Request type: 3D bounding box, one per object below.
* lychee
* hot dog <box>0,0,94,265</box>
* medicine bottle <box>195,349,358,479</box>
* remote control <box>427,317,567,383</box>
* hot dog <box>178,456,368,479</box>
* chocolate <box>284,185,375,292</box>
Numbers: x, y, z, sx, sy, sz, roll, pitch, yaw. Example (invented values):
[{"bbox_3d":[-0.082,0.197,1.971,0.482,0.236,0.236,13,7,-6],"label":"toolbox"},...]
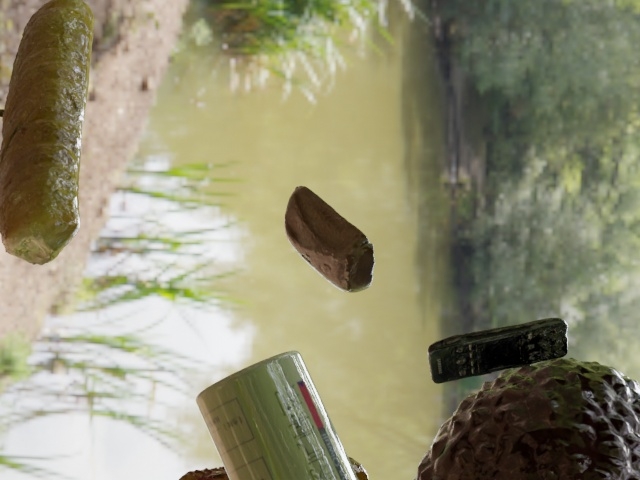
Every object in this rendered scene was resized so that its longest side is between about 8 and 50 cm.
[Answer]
[{"bbox_3d":[0.178,0.222,0.906,0.260,0.261,0.260,1,90,-81],"label":"lychee"},{"bbox_3d":[-0.220,-0.099,0.962,0.061,0.088,0.286,28,33,-32],"label":"hot dog"},{"bbox_3d":[0.011,0.169,0.574,0.230,0.059,0.059,64,5,10],"label":"medicine bottle"},{"bbox_3d":[0.120,0.073,0.808,0.014,0.096,0.039,-101,180,-50],"label":"remote control"},{"bbox_3d":[-0.031,0.167,0.817,0.062,0.144,0.038,-23,-110,52],"label":"hot dog"},{"bbox_3d":[0.000,0.000,0.929,0.101,0.031,0.064,43,-34,36],"label":"chocolate"}]
